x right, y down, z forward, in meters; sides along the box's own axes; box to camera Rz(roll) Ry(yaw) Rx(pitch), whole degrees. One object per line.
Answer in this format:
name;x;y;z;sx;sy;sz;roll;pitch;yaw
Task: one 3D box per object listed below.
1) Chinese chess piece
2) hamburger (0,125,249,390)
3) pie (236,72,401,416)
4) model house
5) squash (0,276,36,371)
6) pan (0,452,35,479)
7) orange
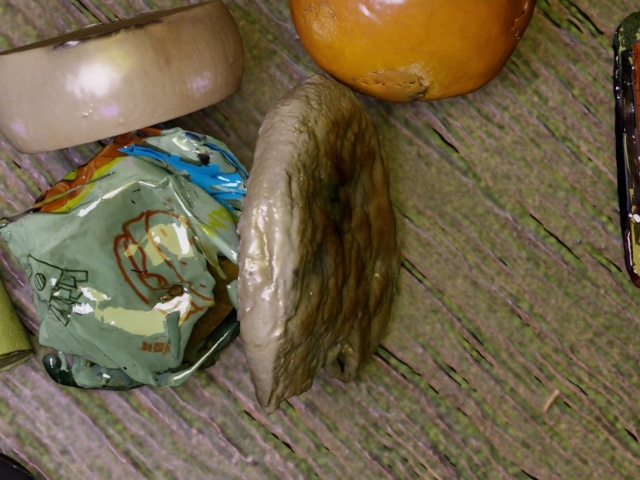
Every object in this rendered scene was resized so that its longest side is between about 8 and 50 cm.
Chinese chess piece;-0.196;-0.158;1.619;0.251;0.251;0.097;-16;101;-5
hamburger;-0.159;0.042;1.597;0.260;0.150;0.276;-20;121;-5
pie;0.000;0.000;1.587;0.075;0.337;0.337;4;82;21
model house;0.410;-0.106;1.693;0.207;0.154;0.294;-2;82;-2
squash;-0.358;0.030;1.677;0.094;0.094;0.224;-19;76;-5
pan;-0.326;0.292;1.655;0.128;0.048;0.202;-11;108;0
orange;0.089;-0.251;1.648;0.246;0.246;0.246;0;83;-3
